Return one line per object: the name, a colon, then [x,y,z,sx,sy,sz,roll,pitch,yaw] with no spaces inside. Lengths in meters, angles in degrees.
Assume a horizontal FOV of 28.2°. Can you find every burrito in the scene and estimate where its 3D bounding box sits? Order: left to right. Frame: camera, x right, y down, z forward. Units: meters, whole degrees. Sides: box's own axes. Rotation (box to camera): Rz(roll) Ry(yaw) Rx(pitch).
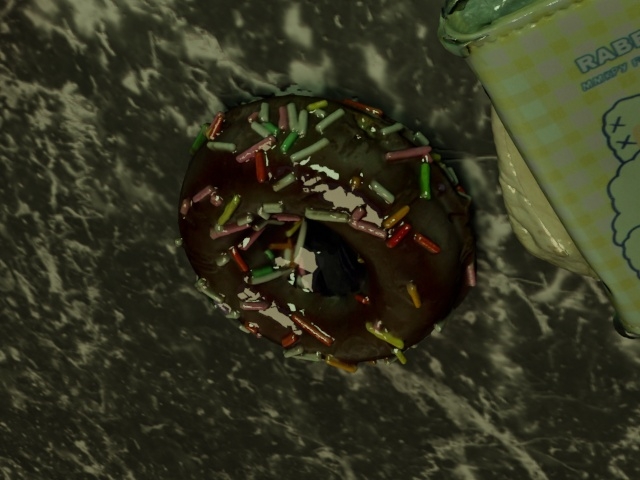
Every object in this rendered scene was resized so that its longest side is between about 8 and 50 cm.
burrito: [0.162,-0.078,0.907,0.082,0.059,0.275,18,141,32]

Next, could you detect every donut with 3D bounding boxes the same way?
donut: [0.000,0.000,1.048,0.269,0.103,0.270,17,139,15]

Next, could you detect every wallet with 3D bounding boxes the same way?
wallet: [0.237,-0.073,0.820,0.223,0.077,0.309,-24,129,20]
